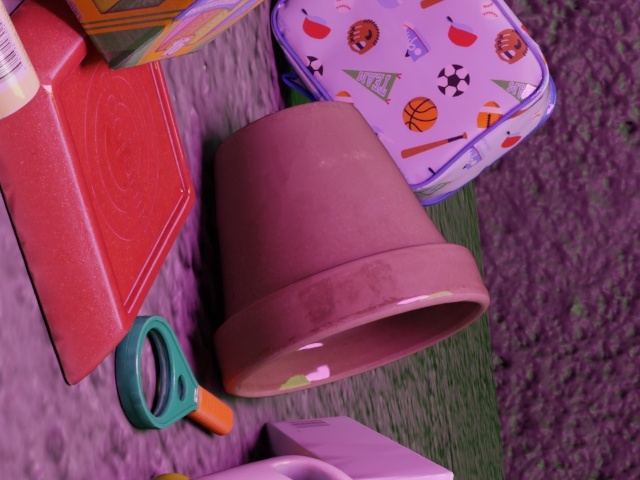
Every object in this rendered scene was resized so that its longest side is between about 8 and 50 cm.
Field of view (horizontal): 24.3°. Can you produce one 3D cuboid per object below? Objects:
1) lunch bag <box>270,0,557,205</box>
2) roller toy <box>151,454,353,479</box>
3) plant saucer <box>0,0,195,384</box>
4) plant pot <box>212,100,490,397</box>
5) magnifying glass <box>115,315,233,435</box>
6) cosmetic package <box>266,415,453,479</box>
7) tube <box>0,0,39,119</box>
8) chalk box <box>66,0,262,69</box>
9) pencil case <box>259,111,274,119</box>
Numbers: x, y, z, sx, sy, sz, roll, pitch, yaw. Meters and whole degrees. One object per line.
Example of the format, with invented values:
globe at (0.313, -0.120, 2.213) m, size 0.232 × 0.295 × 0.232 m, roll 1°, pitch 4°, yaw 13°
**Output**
lunch bag at (0.095, -0.203, 1.651) m, size 0.303 × 0.243 × 0.115 m, roll 53°, pitch 8°, yaw 18°
roller toy at (-0.039, 0.268, 1.137) m, size 0.146 × 0.191 × 0.209 m, roll -6°, pitch 81°, yaw -49°
plant saucer at (-0.161, -0.068, 1.115) m, size 0.259 × 0.048 × 0.258 m, roll -72°, pitch 153°, yaw -57°
plant pot at (0.000, 0.000, 1.396) m, size 0.263 × 0.263 × 0.229 m, roll 29°, pitch 40°, yaw -73°
magnifying glass at (-0.121, 0.128, 1.263) m, size 0.231 × 0.026 × 0.092 m, roll 48°, pitch 40°, yaw -64°
cosmetic package at (0.036, 0.326, 1.364) m, size 0.377 × 0.097 × 0.284 m, roll -176°, pitch -97°, yaw -78°
tube at (-0.236, -0.181, 0.856) m, size 0.070 × 0.062 × 0.240 m, roll 32°, pitch -32°, yaw 51°
chalk box at (-0.078, -0.235, 1.043) m, size 0.132 × 0.213 × 0.132 m, roll 57°, pitch 28°, yaw 3°
pencil case at (-0.016, -0.083, 1.614) m, size 0.088 × 0.086 × 0.206 m, roll 58°, pitch 9°, yaw 12°
